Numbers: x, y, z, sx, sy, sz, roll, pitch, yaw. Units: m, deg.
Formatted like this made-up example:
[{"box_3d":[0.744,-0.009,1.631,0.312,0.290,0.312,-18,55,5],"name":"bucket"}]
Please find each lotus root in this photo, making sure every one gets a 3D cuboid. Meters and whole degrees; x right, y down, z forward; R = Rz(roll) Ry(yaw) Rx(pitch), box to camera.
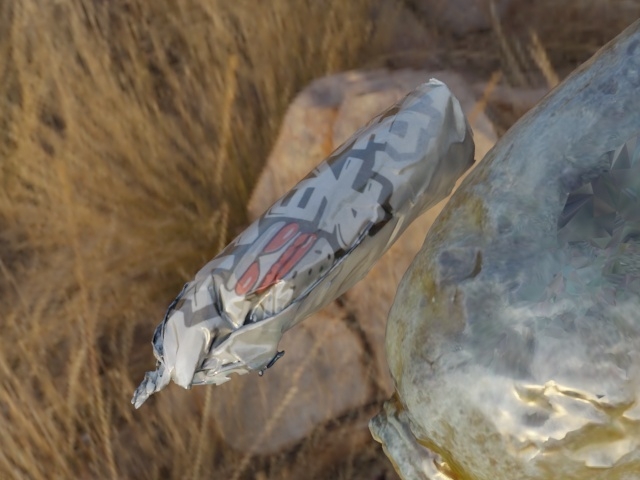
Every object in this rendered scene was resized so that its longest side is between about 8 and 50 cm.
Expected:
[{"box_3d":[0.162,-0.008,0.630,0.349,0.175,0.175,-50,51,3],"name":"lotus root"}]

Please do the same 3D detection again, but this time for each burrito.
[{"box_3d":[0.000,0.000,1.233,0.101,0.139,0.445,45,52,5],"name":"burrito"}]
